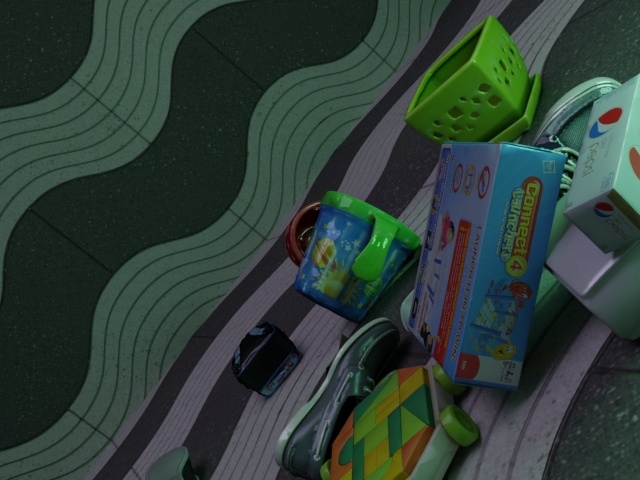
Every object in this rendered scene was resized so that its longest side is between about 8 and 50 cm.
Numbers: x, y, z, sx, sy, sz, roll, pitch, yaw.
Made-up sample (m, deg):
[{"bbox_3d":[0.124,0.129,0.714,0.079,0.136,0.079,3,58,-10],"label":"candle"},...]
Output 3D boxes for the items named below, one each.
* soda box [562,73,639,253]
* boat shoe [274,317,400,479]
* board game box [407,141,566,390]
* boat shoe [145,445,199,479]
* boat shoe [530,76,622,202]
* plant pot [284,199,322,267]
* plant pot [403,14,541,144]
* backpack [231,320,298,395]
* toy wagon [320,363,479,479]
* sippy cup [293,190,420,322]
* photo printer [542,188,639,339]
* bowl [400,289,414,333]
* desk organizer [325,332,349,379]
[{"bbox_3d":[0.343,-0.090,0.899,0.069,0.074,0.216,-33,22,48],"label":"soda box"},{"bbox_3d":[0.055,0.272,1.351,0.099,0.116,0.319,21,61,39],"label":"boat shoe"},{"bbox_3d":[0.218,0.018,1.121,0.302,0.086,0.308,-125,44,-81],"label":"board game box"},{"bbox_3d":[-0.329,0.559,1.793,0.114,0.091,0.302,-30,10,-2],"label":"boat shoe"},{"bbox_3d":[0.375,-0.092,1.237,0.340,0.127,0.158,-54,17,17],"label":"boat shoe"},{"bbox_3d":[0.000,0.000,2.108,0.191,0.191,0.174,-53,4,-14],"label":"plant pot"},{"bbox_3d":[0.349,-0.315,1.749,0.227,0.207,0.228,-38,17,42],"label":"plant pot"},{"bbox_3d":[-0.139,0.276,1.909,0.158,0.117,0.173,-51,13,-5],"label":"backpack"},{"bbox_3d":[0.100,0.283,1.159,0.267,0.068,0.344,-45,13,18],"label":"toy wagon"},{"bbox_3d":[0.062,0.045,1.699,0.224,0.240,0.305,-62,-25,-7],"label":"sippy cup"},{"bbox_3d":[0.410,-0.049,0.965,0.307,0.107,0.256,-47,12,11],"label":"photo printer"},{"bbox_3d":[0.205,0.103,1.363,0.142,0.053,0.142,-47,13,12],"label":"bowl"},{"bbox_3d":[0.044,0.237,1.535,0.047,0.050,0.130,-46,13,18],"label":"desk organizer"}]
